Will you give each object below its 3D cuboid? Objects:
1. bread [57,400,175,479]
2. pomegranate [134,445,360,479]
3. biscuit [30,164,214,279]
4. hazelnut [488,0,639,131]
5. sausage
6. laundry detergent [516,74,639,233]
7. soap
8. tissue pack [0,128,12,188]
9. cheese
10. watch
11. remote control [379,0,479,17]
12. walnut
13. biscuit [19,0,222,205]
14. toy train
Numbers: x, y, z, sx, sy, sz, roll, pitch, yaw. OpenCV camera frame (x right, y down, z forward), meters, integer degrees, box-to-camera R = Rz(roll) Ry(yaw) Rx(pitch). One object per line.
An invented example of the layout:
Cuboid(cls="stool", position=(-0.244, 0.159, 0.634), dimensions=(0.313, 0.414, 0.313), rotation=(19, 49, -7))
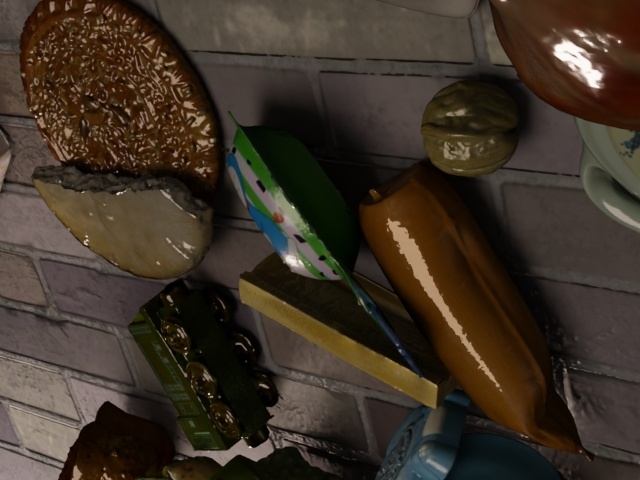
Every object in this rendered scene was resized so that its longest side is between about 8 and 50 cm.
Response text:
Cuboid(cls="bread", position=(-0.282, 0.341, 1.755), dimensions=(0.135, 0.246, 0.232), rotation=(10, 139, 9))
Cuboid(cls="pomegranate", position=(-0.073, 0.357, 1.566), dimensions=(0.341, 0.260, 0.260), rotation=(24, 133, 31))
Cuboid(cls="biscuit", position=(-0.219, -0.015, 1.524), dimensions=(0.290, 0.038, 0.141), rotation=(7, 127, 40))
Cuboid(cls="hazelnut", position=(0.263, -0.208, 0.752), dimensions=(0.366, 0.366, 0.365), rotation=(24, 133, 29))
Cuboid(cls="sausage", position=(0.150, 0.079, 1.254), dimensions=(0.112, 0.112, 0.328), rotation=(-27, 99, 50))
Cuboid(cls="laundry detergent", position=(0.277, -0.078, 1.014), dimensions=(0.280, 0.105, 0.215), rotation=(24, 141, 28))
Cuboid(cls="soap", position=(0.039, 0.080, 1.369), dimensions=(0.252, 0.092, 0.037), rotation=(27, 133, 26))
Cuboid(cls="tissue pack", position=(-0.519, -0.054, 1.689), dimensions=(0.124, 0.225, 0.185), rotation=(44, 140, 8))
Cuboid(cls="cheese", position=(0.000, 0.000, 1.286), dimensions=(0.320, 0.083, 0.204), rotation=(55, -179, 25))
Cuboid(cls="watch", position=(0.155, 0.272, 1.358), dimensions=(0.193, 0.211, 0.211), rotation=(30, 140, -6))
Cuboid(cls="remote control", position=(0.039, -0.241, 1.164), dimensions=(0.229, 0.044, 0.073), rotation=(22, 135, 30))
Cuboid(cls="walnut", position=(0.131, -0.098, 1.158), dimensions=(0.092, 0.092, 0.092), rotation=(24, 133, 29))
Cuboid(cls="biscuit", position=(-0.232, -0.139, 1.500), dimensions=(0.305, 0.038, 0.305), rotation=(24, 133, 29))
Cuboid(cls="toy train", position=(-0.143, 0.150, 1.598), dimensions=(0.137, 0.090, 0.225), rotation=(-12, 110, 51))
